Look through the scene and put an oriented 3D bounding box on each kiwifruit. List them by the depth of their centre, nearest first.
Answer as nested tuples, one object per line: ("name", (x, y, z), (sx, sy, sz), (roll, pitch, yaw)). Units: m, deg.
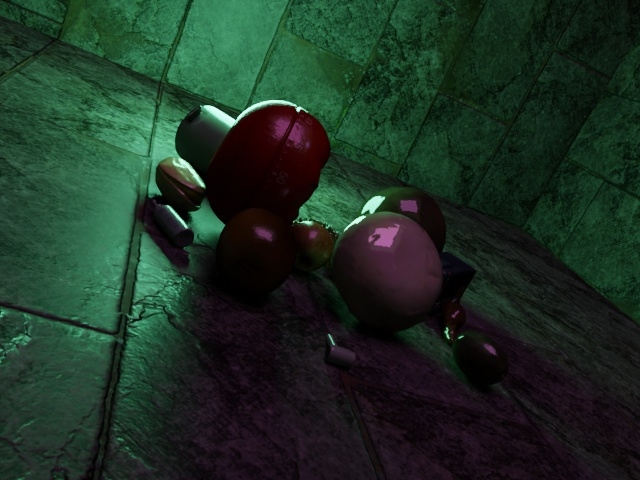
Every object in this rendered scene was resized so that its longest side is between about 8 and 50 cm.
("kiwifruit", (-0.150, 0.023, 1.489), (0.195, 0.196, 0.234), (25, 14, -4))

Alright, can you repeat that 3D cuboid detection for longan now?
("longan", (0.266, -0.031, 2.074), (0.318, 0.319, 0.319), (23, 17, -8))

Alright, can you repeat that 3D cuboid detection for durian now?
("durian", (0.003, -0.007, 1.891), (0.221, 0.095, 0.137), (47, 22, 27))

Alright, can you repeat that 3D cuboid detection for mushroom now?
("mushroom", (0.172, 0.058, 1.653), (0.315, 0.315, 0.356), (19, 31, -22))

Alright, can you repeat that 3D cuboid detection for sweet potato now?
("sweet potato", (0.390, 0.230, 1.841), (0.074, 0.075, 0.269), (28, 21, 6))

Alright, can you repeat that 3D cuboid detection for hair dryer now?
("hair dryer", (0.033, 0.238, 1.392), (0.063, 0.038, 0.124), (22, 10, -18))

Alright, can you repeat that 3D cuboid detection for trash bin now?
("trash bin", (-0.332, -0.309, 2.137), (0.262, 0.217, 0.277), (34, -21, 28))

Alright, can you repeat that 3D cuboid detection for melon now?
("melon", (0.409, 0.300, 1.591), (0.114, 0.114, 0.167), (9, 23, -43))

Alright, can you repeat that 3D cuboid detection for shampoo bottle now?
("shampoo bottle", (-0.387, -0.054, 1.594), (0.056, 0.056, 0.195), (9, 24, -43))

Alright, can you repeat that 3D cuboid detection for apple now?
("apple", (-0.037, 0.019, 1.738), (0.146, 0.146, 0.131), (26, 38, -1))

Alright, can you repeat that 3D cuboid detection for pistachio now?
("pistachio", (-0.400, -0.157, 1.767), (0.145, 0.117, 0.200), (28, 17, -49))

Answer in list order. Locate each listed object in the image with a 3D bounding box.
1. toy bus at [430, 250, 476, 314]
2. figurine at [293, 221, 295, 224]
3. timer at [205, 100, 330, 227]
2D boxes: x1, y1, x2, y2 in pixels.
("toy bus", (0.357, 0.126, 1.936), (0.138, 0.167, 0.275), (36, 21, 29))
("figurine", (-0.143, -0.074, 1.977), (0.101, 0.068, 0.143), (34, 3, -40))
("timer", (-0.147, -0.195, 1.698), (0.279, 0.378, 0.378), (30, 16, -11))
